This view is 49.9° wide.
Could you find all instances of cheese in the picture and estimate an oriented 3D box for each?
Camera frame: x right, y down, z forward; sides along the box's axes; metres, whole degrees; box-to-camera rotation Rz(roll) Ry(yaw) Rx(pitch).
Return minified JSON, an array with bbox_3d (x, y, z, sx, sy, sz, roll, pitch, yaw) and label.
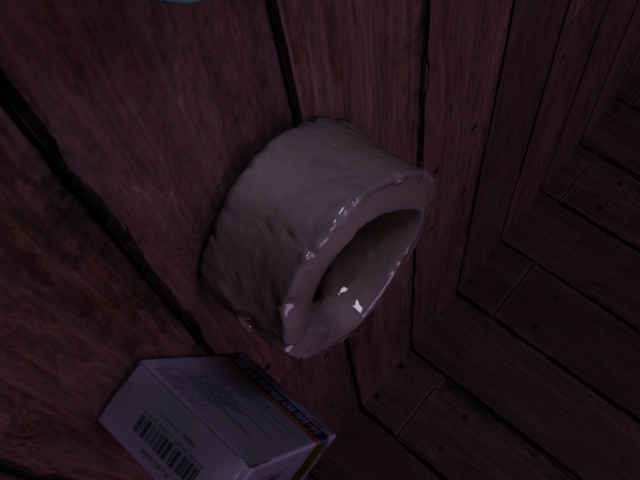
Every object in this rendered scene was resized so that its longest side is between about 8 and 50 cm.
[{"bbox_3d":[0.001,0.004,0.882,0.292,0.153,0.332,-59,157,13],"label":"cheese"}]

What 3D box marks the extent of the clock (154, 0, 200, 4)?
[{"bbox_3d":[-0.100,-0.254,0.406,0.159,0.066,0.211,-18,138,-58],"label":"clock"}]

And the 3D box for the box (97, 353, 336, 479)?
[{"bbox_3d":[-0.126,0.258,0.943,0.106,0.200,0.299,-54,159,5],"label":"box"}]
